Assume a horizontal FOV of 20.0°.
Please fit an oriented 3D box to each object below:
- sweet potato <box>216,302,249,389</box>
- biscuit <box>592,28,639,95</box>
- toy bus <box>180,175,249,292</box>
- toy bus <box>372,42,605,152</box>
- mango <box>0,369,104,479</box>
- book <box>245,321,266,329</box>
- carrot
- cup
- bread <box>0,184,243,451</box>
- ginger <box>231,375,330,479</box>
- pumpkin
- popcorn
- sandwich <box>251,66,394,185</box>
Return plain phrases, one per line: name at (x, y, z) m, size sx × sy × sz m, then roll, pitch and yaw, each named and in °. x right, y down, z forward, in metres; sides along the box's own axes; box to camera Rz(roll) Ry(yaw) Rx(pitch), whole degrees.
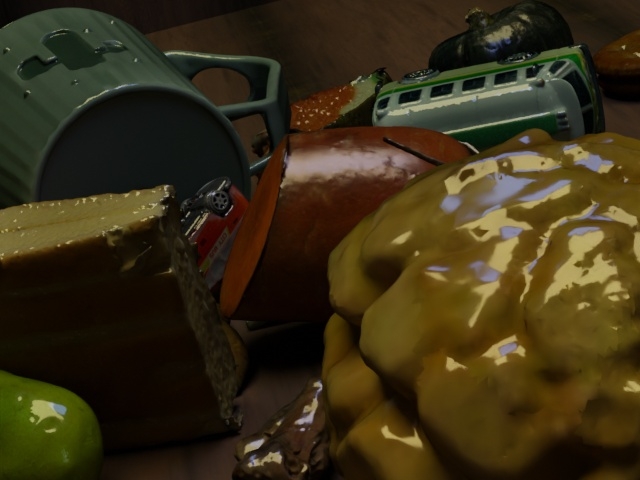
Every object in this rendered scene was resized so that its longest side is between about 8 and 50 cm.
sweet potato at (-0.116, 0.096, 1.834) m, size 0.069 × 0.059 × 0.249 m, roll 4°, pitch 10°, yaw -10°
biscuit at (0.479, -0.249, 2.465) m, size 0.220 × 0.066 × 0.220 m, roll -15°, pitch 18°, yaw 5°
toy bus at (-0.136, 0.013, 1.978) m, size 0.174 × 0.077 × 0.079 m, roll -54°, pitch 19°, yaw -26°
toy bus at (0.204, -0.145, 2.228) m, size 0.276 × 0.133 × 0.164 m, roll -11°, pitch 16°, yaw 15°
mango at (-0.259, 0.178, 1.572) m, size 0.163 × 0.117 × 0.089 m, roll 12°, pitch -11°, yaw 37°
book at (0.000, 0.000, 2.020) m, size 0.215 × 0.025 × 0.282 m, roll -31°, pitch 18°, yaw 2°
carrot at (0.068, -0.020, 1.782) m, size 0.331 × 0.214 × 0.193 m, roll 3°, pitch 29°, yaw -1°
cup at (-0.236, -0.131, 2.186) m, size 0.401 × 0.310 × 0.392 m, roll -46°, pitch 27°, yaw -4°
bread at (-0.208, 0.076, 1.644) m, size 0.246 × 0.239 × 0.111 m, roll -7°, pitch 32°, yaw 15°
ginger at (0.014, 0.157, 1.516) m, size 0.122 × 0.084 × 0.290 m, roll 21°, pitch 29°, yaw 26°
pumpkin at (0.248, -0.253, 2.507) m, size 0.212 × 0.152 × 0.211 m, roll -14°, pitch 11°, yaw 3°
popcorn at (0.175, 0.089, 1.122) m, size 0.344 × 0.354 × 0.390 m, roll -31°, pitch 16°, yaw 9°
sandwich at (0.009, -0.128, 2.387) m, size 0.212 × 0.109 × 0.292 m, roll -19°, pitch 14°, yaw 7°
